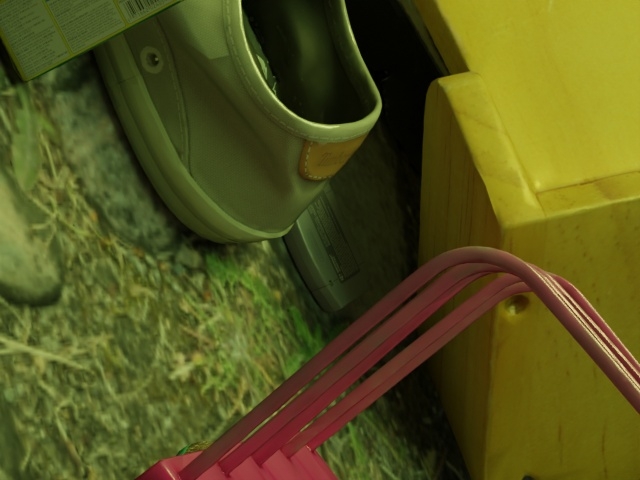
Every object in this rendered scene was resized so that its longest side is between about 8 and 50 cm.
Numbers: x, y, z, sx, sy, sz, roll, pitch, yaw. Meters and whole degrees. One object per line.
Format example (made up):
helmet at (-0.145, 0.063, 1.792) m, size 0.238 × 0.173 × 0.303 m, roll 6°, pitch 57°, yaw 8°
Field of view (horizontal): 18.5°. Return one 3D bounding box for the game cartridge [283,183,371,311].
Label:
game cartridge at (0.000, 0.000, 1.189) m, size 0.083 × 0.017 × 0.056 m, roll 66°, pitch 28°, yaw -3°

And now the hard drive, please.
hard drive at (0.128, -0.160, 1.439) m, size 0.237 × 0.064 × 0.339 m, roll 58°, pitch 32°, yaw -16°

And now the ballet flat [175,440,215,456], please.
ballet flat at (-0.014, 0.180, 1.011) m, size 0.206 × 0.073 × 0.067 m, roll 58°, pitch 9°, yaw -22°

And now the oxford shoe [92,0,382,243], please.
oxford shoe at (-0.093, -0.216, 1.076) m, size 0.169 × 0.130 × 0.449 m, roll -33°, pitch 97°, yaw -56°

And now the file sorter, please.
file sorter at (0.079, 0.125, 0.862) m, size 0.202 × 0.182 × 0.290 m, roll 52°, pitch 6°, yaw 9°

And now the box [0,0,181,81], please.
box at (-0.145, -0.183, 0.993) m, size 0.179 × 0.105 × 0.043 m, roll 63°, pitch 24°, yaw -8°

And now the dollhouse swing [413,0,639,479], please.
dollhouse swing at (0.210, -0.064, 1.279) m, size 0.305 × 0.346 × 0.315 m, roll -121°, pitch -156°, yaw -47°
